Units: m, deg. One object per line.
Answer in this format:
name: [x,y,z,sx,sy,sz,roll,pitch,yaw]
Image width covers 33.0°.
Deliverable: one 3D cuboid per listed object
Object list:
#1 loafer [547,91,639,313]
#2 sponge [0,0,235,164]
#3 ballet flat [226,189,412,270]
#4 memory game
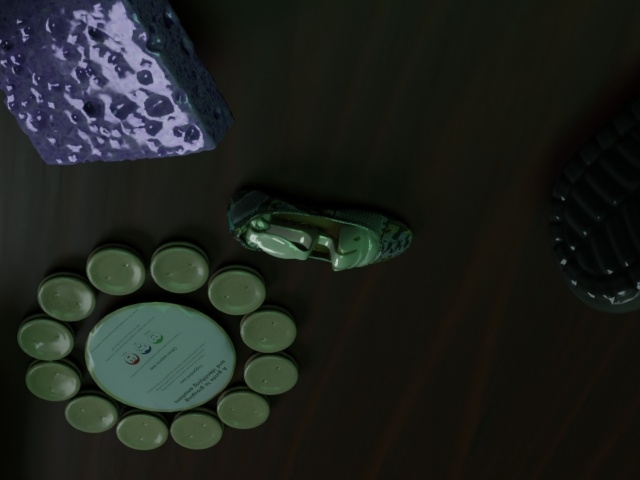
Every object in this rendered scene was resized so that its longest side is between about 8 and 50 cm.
loafer: [0.280,-0.085,0.545,0.130,0.134,0.366,13,140,-40]
sponge: [-0.136,-0.126,0.515,0.117,0.031,0.210,-2,132,32]
ballet flat: [0.000,0.000,0.638,0.114,0.041,0.041,11,126,-10]
memory game: [-0.104,0.073,0.709,0.186,0.012,0.186,-1,127,-1]
